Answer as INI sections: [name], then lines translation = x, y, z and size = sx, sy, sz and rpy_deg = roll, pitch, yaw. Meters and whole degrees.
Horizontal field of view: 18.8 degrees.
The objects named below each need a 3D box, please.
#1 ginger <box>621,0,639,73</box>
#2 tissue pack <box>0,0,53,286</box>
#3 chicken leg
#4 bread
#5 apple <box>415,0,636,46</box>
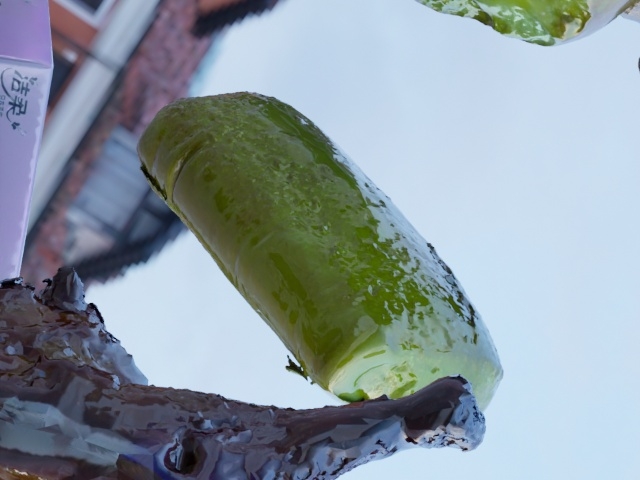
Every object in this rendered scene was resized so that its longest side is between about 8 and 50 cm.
[ginger]
translation = 0.280, -0.158, 1.548
size = 0.067, 0.165, 0.096
rpy_deg = -48, -171, -22
[tissue pack]
translation = -0.224, -0.022, 1.169
size = 0.148, 0.092, 0.246
rpy_deg = -108, -151, -62
[chicken leg]
translation = -0.057, 0.058, 0.592
size = 0.053, 0.205, 0.093
rpy_deg = 87, 24, -60
[bread]
translation = 0.000, 0.000, 1.430
size = 0.112, 0.166, 0.383
rpy_deg = -58, -140, 16
[apple]
translation = 0.140, -0.271, 1.333
size = 0.246, 0.226, 0.246
rpy_deg = -5, -129, 6
